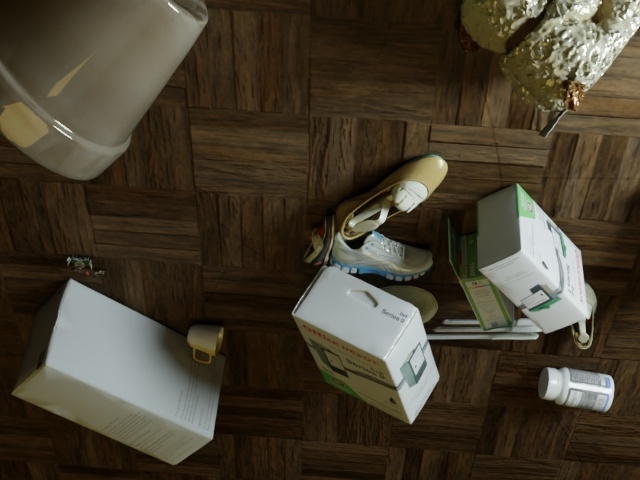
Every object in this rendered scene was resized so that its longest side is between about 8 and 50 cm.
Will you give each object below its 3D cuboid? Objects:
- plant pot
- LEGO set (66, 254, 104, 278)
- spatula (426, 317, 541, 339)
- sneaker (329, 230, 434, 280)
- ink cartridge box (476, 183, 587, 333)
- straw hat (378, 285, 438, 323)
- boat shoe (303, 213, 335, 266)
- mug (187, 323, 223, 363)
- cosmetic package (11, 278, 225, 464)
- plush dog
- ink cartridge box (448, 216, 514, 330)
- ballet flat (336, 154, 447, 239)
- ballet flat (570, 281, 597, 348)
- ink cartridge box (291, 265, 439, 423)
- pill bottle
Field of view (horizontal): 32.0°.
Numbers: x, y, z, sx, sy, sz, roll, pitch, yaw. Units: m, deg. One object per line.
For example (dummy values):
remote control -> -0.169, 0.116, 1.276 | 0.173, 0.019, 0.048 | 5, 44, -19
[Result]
plant pot -> -0.320, -0.292, 1.568 | 0.280, 0.323, 0.323 | -35, 126, 17
LEGO set -> -0.454, 0.046, 2.146 | 0.054, 0.023, 0.083 | -9, 149, 19
spatula -> 0.315, 0.169, 2.088 | 0.242, 0.168, 0.019 | -4, 99, 31
sneaker -> 0.111, 0.019, 2.013 | 0.190, 0.071, 0.083 | 3, 133, 3
ink cartridge box -> 0.365, 0.034, 1.929 | 0.092, 0.160, 0.219 | -27, 130, 31
straw hat -> 0.155, 0.151, 2.158 | 0.144, 0.061, 0.144 | 3, 139, 3
boat shoe -> 0.000, 0.000, 2.020 | 0.043, 0.049, 0.137 | 11, 143, -3
mug -> -0.236, 0.204, 2.258 | 0.064, 0.078, 0.062 | 13, 166, 5
cosmetic package -> -0.396, 0.269, 2.242 | 0.385, 0.217, 0.156 | 30, 133, -23
plush dog -> 0.297, -0.296, 1.570 | 0.225, 0.210, 0.262 | 39, 133, -1
ink cartridge box -> 0.289, 0.056, 2.000 | 0.062, 0.109, 0.209 | -13, 135, 20
ballet flat -> 0.123, -0.065, 1.911 | 0.232, 0.073, 0.080 | -30, 128, 33
ballet flat -> 0.498, 0.144, 2.117 | 0.057, 0.052, 0.168 | -7, 136, 14
ink cartridge box -> 0.088, 0.197, 2.079 | 0.211, 0.121, 0.289 | 24, 157, 27
pill bottle -> 0.518, 0.301, 2.271 | 0.137, 0.078, 0.078 | 11, 138, -5
